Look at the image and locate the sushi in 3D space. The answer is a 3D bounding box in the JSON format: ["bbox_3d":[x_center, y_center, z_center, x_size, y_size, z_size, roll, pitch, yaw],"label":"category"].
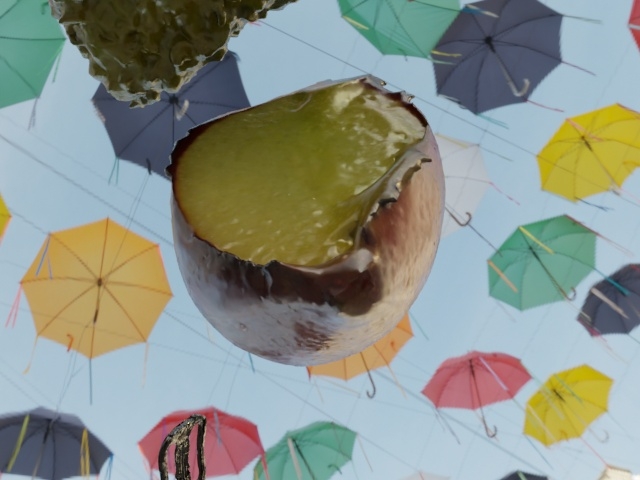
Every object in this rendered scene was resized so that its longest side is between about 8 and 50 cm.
[{"bbox_3d":[-0.128,-0.356,0.711,0.351,0.397,0.240,-30,-61,9],"label":"sushi"}]

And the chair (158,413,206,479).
[{"bbox_3d":[-0.153,0.364,0.874,0.113,0.106,0.229,15,-70,19],"label":"chair"}]

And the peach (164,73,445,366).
[{"bbox_3d":[0.000,0.000,0.604,0.257,0.362,0.201,-14,-57,-3],"label":"peach"}]
